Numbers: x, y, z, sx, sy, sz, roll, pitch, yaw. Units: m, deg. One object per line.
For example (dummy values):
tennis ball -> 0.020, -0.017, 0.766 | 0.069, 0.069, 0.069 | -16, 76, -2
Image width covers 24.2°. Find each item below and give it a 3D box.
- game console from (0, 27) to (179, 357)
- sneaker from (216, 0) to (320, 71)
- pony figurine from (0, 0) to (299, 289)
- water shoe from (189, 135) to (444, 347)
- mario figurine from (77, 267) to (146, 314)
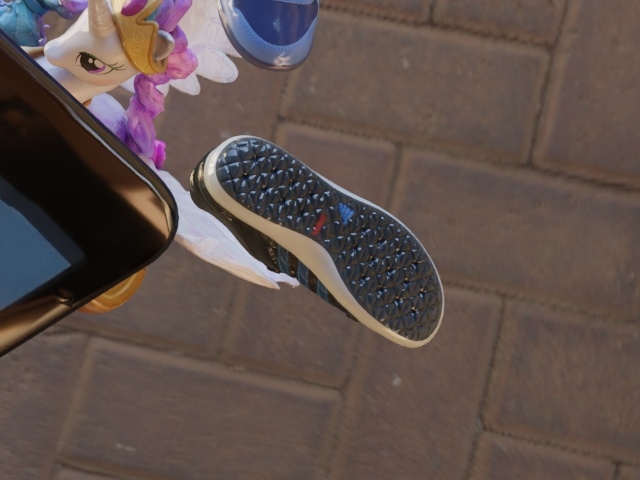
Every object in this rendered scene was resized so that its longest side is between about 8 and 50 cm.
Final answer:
game console -> -0.235, 0.023, 0.473 | 0.293, 0.250, 0.173 | -32, 94, 22
sneaker -> -0.019, -0.156, 0.749 | 0.053, 0.059, 0.144 | 8, 74, -18
pony figurine -> -0.195, -0.090, 1.233 | 0.363, 0.351, 0.303 | -23, 69, 23
water shoe -> 0.000, 0.000, 1.041 | 0.203, 0.080, 0.073 | 41, 68, -14
mario figurine -> -0.224, 0.012, 0.814 | 0.320, 0.198, 0.170 | 17, 91, 50
